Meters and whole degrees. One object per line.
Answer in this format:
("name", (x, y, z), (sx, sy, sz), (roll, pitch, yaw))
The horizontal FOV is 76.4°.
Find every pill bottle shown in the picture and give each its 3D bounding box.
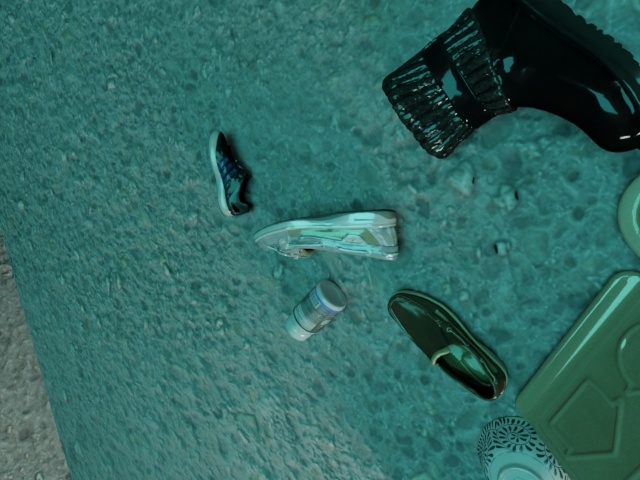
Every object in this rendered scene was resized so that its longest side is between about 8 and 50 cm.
("pill bottle", (-0.013, 0.157, 0.896), (0.078, 0.078, 0.137), (50, 119, 13))

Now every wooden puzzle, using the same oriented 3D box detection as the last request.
("wooden puzzle", (0.481, 0.262, 0.555), (0.322, 0.081, 0.348), (-67, 26, 23))

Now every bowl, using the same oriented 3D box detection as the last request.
("bowl", (0.362, 0.416, 0.726), (0.170, 0.080, 0.170), (7, 104, 29))

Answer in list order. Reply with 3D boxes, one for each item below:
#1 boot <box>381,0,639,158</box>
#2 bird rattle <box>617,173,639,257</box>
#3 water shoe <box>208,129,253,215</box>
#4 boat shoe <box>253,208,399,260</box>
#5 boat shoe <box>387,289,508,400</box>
("boot", (0.281, -0.203, 0.619), (0.260, 0.131, 0.348), (-41, 68, 23))
("bird rattle", (0.506, -0.048, 0.531), (0.207, 0.143, 0.253), (-28, 82, 48))
("water shoe", (-0.206, -0.161, 0.964), (0.080, 0.073, 0.203), (-6, 101, 9))
("boat shoe", (0.002, 0.000, 0.837), (0.320, 0.118, 0.103), (-6, 92, 24))
("boat shoe", (0.227, 0.188, 0.751), (0.257, 0.095, 0.095), (36, 115, 20))
